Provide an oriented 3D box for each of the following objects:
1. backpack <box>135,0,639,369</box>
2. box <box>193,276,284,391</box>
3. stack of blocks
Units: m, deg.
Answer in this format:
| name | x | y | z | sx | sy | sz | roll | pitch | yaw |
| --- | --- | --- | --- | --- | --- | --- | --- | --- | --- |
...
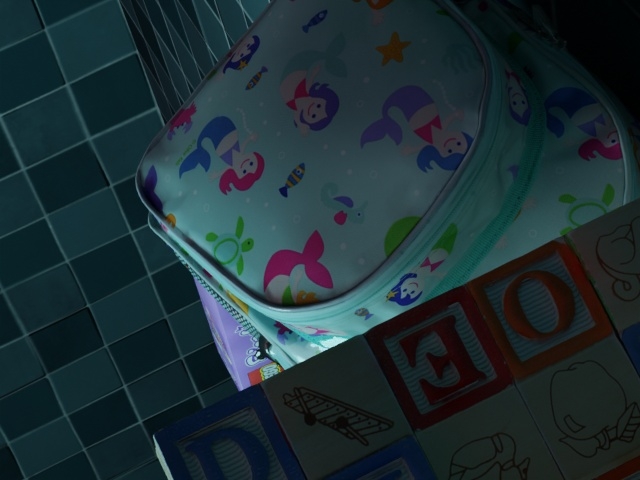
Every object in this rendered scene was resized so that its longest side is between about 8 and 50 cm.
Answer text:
| name | x | y | z | sx | sy | sz | roll | pitch | yaw |
| --- | --- | --- | --- | --- | --- | --- | --- | --- | --- |
| backpack | 0.051 | -0.015 | 0.907 | 0.253 | 0.225 | 0.191 | 45 | -172 | 32 |
| box | 0.000 | 0.000 | 1.406 | 0.057 | 0.201 | 0.293 | 59 | 170 | 28 |
| stack of blocks | 0.106 | 0.090 | 0.696 | 0.171 | 0.297 | 0.087 | 64 | 171 | 10 |
